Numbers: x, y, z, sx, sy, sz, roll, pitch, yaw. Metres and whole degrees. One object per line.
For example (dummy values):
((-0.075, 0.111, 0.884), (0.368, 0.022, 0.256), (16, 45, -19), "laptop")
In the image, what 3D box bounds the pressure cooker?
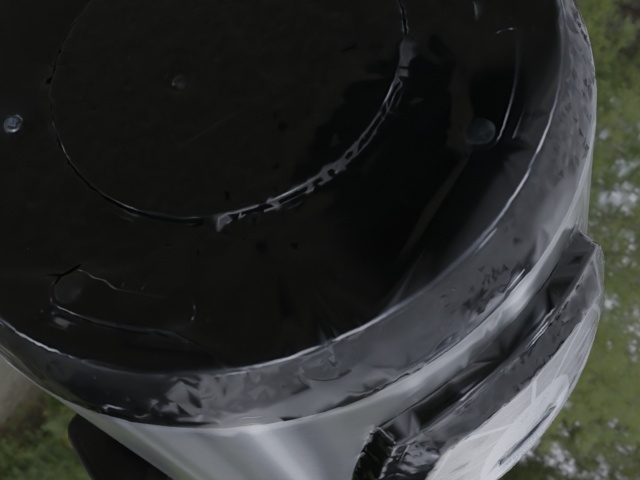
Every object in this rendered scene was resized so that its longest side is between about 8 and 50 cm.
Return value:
((-0.002, -0.005, 0.658), (0.420, 0.370, 0.375), (67, 25, -61), "pressure cooker")
